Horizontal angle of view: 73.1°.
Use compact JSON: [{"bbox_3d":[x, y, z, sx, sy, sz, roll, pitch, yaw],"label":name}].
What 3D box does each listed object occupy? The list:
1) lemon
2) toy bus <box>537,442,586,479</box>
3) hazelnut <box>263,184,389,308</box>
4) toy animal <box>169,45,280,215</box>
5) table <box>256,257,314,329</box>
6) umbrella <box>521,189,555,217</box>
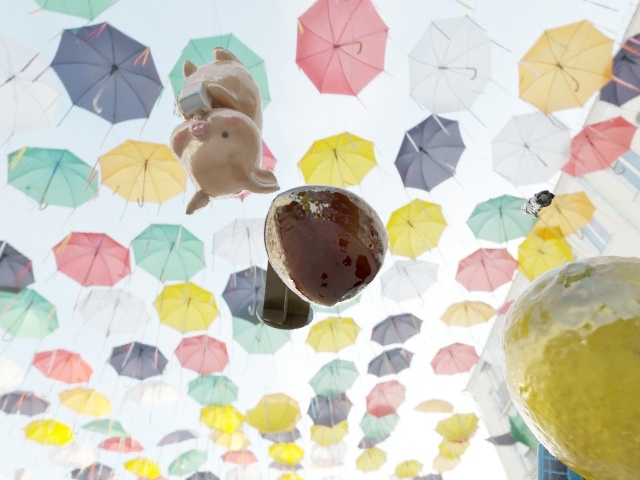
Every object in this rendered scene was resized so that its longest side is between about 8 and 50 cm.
[{"bbox_3d":[0.350,0.158,0.498,0.245,0.245,0.320,-30,-76,16],"label":"lemon"},{"bbox_3d":[0.348,0.387,0.589,0.106,0.185,0.090,-7,-52,33],"label":"toy bus"},{"bbox_3d":[0.000,0.000,0.698,0.207,0.208,0.208,-6,-47,-6],"label":"hazelnut"},{"bbox_3d":[-0.191,-0.213,0.841,0.194,0.257,0.213,-10,-42,15],"label":"toy animal"},{"bbox_3d":[-0.086,0.106,1.196,0.166,0.167,0.227,3,-67,-14],"label":"table"},{"bbox_3d":[0.551,-0.090,1.111,0.046,0.051,0.188,8,-3,12],"label":"umbrella"}]
